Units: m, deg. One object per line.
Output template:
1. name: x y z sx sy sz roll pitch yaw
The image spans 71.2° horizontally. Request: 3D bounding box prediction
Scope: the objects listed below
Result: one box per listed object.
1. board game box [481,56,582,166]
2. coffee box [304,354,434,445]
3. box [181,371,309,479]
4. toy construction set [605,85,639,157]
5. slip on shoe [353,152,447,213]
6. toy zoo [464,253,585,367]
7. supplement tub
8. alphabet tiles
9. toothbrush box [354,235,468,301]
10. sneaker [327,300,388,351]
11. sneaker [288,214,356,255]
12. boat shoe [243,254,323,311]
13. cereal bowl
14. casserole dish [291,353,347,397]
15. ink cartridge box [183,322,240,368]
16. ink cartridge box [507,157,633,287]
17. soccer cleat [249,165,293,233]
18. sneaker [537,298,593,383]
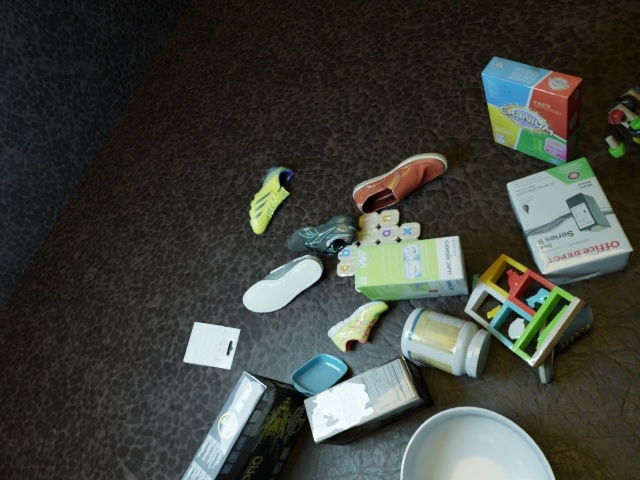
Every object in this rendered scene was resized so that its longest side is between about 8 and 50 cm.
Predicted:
1. board game box: 0.594 -0.353 1.255 0.242 0.316 0.064 35 85 37
2. coffee box: 0.132 0.433 1.195 0.297 0.168 0.118 -29 56 12
3. box: -0.195 0.570 1.207 0.097 0.318 0.394 23 77 35
4. toy construction set: 0.935 -0.329 1.171 0.257 0.237 0.308 -27 31 50
5. slip on shoe: 0.260 -0.179 1.463 0.331 0.123 0.101 -23 48 23
6. toy zoo: 0.495 0.160 1.151 0.192 0.030 0.293 -60 32 11
7. supplement tub: 0.332 0.271 1.184 0.200 0.144 0.144 14 73 32
8. alphabet tiles: 0.189 0.033 1.457 0.278 0.021 0.284 -7 63 25
9. toothbrush box: 0.258 0.088 1.258 0.283 0.206 0.122 -8 69 18
10. sneaker: 0.127 0.260 1.347 0.208 0.081 0.094 -39 61 13
11. sneaker: 0.000 0.000 1.511 0.267 0.101 0.106 -22 57 29
12. boat shoe: -0.124 0.146 1.541 0.320 0.116 0.099 -31 12 19
13. cereal bowl: 0.362 0.565 1.020 0.339 0.141 0.338 -12 60 22
14. casserole dish: -0.003 0.399 1.307 0.114 0.188 0.036 21 118 33
15. ink cartridge box: -0.380 0.374 1.587 0.180 0.045 0.145 7 67 11
16. ink cartridge box: 0.652 -0.045 1.187 0.211 0.121 0.289 -19 59 19
17. soccer cleat: -0.185 -0.160 1.712 0.121 0.093 0.289 9 70 24
18. sneaker: 0.599 0.245 1.093 0.118 0.083 0.221 5 70 26
